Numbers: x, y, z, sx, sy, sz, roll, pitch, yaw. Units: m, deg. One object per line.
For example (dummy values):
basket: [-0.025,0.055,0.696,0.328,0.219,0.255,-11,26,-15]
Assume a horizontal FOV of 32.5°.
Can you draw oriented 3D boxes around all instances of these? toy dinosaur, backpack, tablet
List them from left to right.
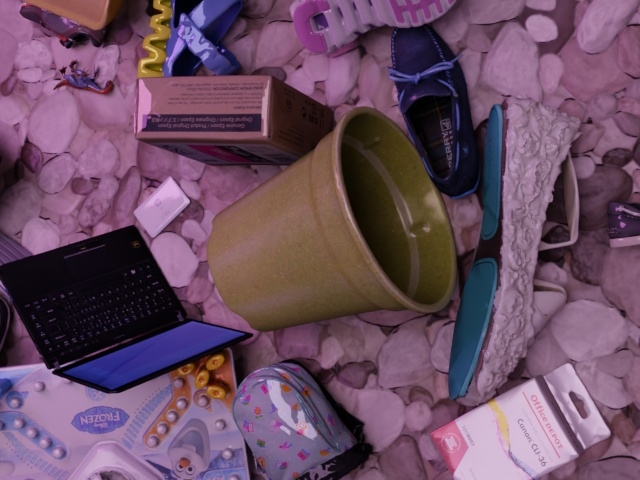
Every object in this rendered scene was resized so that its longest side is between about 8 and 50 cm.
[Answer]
toy dinosaur: [-0.361,-0.246,1.698,0.082,0.047,0.090,44,135,9]
tablet: [-0.238,-0.050,1.645,0.083,0.006,0.054,-43,73,12]
backpack: [-0.037,0.252,1.488,0.152,0.115,0.182,-32,85,11]

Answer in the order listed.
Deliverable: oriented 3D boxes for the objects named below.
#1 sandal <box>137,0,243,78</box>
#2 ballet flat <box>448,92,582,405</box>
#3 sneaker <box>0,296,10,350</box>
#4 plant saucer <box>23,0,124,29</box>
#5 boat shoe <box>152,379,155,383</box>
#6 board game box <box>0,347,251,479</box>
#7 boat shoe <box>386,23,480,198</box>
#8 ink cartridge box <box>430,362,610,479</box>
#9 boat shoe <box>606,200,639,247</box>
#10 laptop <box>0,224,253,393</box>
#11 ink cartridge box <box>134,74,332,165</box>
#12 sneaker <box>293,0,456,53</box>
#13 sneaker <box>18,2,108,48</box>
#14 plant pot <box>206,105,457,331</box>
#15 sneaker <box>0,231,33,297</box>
sandal: [-0.171,-0.352,1.588,0.138,0.126,0.317,8,97,17]
ballet flat: [0.260,0.017,1.396,0.147,0.147,0.409,9,89,21]
sneaker: [-0.530,0.152,1.602,0.101,0.268,0.153,38,135,-5]
plant saucer: [-0.369,-0.510,1.633,0.333,0.081,0.333,25,108,33]
boat shoe: [-0.301,0.280,1.596,0.116,0.099,0.319,34,98,19]
board game box: [-0.292,0.356,1.524,0.390,0.050,0.390,-7,95,3]
boat shoe: [0.155,-0.186,1.460,0.109,0.089,0.258,-28,72,19]
ink cartridge box: [0.258,0.250,1.409,0.198,0.067,0.115,-32,76,15]
boat shoe: [0.455,-0.037,1.352,0.206,0.075,0.065,-12,86,24]
laptop: [-0.272,0.086,1.512,0.264,0.234,0.136,58,138,14]
ink cartridge box: [-0.111,-0.158,1.483,0.193,0.235,0.088,1,86,21]
sneaker: [0.082,-0.330,1.491,0.236,0.104,0.095,-13,107,26]
sneaker: [-0.403,-0.332,1.698,0.158,0.061,0.065,13,97,21]
plant pot: [0.000,0.000,1.437,0.254,0.276,0.276,-22,79,29]
sneaker: [-0.516,0.041,1.706,0.258,0.094,0.091,38,109,27]
